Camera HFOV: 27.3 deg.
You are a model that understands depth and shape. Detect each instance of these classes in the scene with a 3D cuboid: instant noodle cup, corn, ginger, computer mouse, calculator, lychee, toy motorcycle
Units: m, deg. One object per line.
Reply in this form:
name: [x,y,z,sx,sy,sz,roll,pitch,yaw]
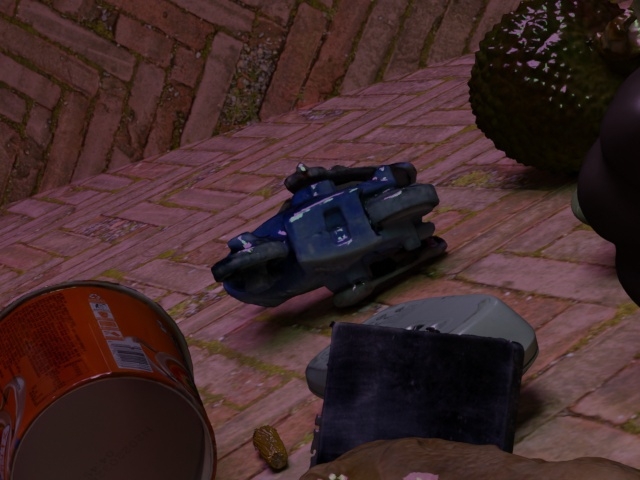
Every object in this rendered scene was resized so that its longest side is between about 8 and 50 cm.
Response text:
instant noodle cup: [-0.219,0.182,1.275,0.250,0.250,0.192,-25,23,-13]
corn: [-0.052,0.208,1.333,0.028,0.027,0.083,-3,12,-13]
ginger: [0.103,0.196,0.905,0.354,0.190,0.126,-9,58,52]
computer mouse: [0.101,0.126,1.288,0.159,0.097,0.288,-35,9,-25]
calculator: [0.078,0.153,1.135,0.021,0.161,0.262,10,-4,-34]
lychee: [0.353,-0.224,1.856,0.270,0.269,0.320,-28,24,-25]
toy motorcycle: [0.009,0.021,1.726,0.319,0.241,0.182,-19,54,-12]

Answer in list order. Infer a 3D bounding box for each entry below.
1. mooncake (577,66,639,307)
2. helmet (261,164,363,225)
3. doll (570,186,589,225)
mooncake: [0.365,-0.028,1.087,0.306,0.306,0.154,-4,30,48]
helmet: [0.012,-0.024,1.912,0.177,0.107,0.153,-35,-10,9]
doll: [0.422,-0.101,1.416,0.268,0.216,0.284,-39,24,-32]
